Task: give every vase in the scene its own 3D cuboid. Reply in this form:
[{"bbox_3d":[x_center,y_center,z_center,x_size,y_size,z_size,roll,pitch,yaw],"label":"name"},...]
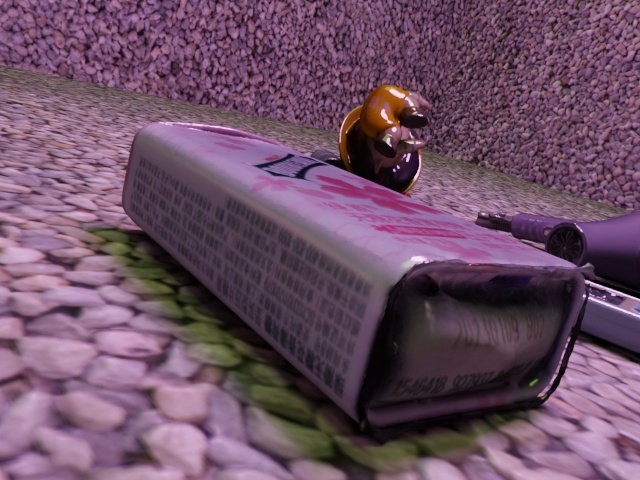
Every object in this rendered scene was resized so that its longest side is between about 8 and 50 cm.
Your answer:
[{"bbox_3d":[0.006,-0.147,1.210,0.059,0.060,0.211,12,13,-10],"label":"vase"}]

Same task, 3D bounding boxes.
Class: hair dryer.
[{"bbox_3d":[0.362,-0.004,0.946,0.301,0.121,0.361,3,7,-32],"label":"hair dryer"}]

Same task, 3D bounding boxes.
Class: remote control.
[{"bbox_3d":[0.314,0.086,0.585,0.244,0.047,0.087,23,19,31],"label":"remote control"}]

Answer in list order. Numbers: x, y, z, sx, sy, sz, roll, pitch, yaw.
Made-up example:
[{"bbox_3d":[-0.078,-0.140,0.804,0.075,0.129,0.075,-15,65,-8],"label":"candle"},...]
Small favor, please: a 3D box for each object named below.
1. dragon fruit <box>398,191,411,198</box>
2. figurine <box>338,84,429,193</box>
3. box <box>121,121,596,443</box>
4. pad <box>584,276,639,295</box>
[{"bbox_3d":[0.079,-0.010,0.768,0.097,0.063,0.131,-18,12,6],"label":"dragon fruit"},{"bbox_3d":[0.116,-0.191,1.157,0.167,0.192,0.257,20,-19,10],"label":"figurine"},{"bbox_3d":[0.000,0.000,0.477,0.190,0.112,0.369,2,17,-39],"label":"box"},{"bbox_3d":[0.384,0.070,0.721,0.245,0.006,0.170,18,1,6],"label":"pad"}]
